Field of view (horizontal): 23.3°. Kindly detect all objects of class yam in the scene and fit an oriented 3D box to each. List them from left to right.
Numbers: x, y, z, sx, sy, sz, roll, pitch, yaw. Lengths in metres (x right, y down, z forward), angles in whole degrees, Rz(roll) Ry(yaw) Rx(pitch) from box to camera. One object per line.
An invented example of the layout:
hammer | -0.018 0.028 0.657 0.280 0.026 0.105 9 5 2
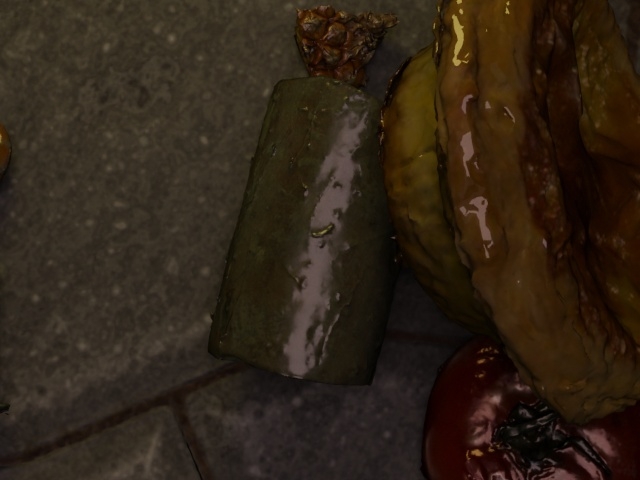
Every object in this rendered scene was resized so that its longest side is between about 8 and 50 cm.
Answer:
yam | 0.000 0.000 1.415 0.161 0.161 0.268 14 80 -2

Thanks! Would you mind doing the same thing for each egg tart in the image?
egg tart | 0.178 -0.051 1.348 0.178 0.443 0.443 -11 81 30

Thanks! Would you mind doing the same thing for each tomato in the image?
tomato | 0.206 0.181 1.433 0.228 0.101 0.228 0 82 -1

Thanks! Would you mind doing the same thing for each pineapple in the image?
pineapple | 0.022 -0.191 1.499 0.114 0.077 0.114 -25 119 -18

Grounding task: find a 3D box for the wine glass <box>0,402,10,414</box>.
wine glass | -0.325 0.087 1.423 0.072 0.072 0.155 -7 83 -5

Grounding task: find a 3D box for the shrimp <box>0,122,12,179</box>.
shrimp | -0.360 -0.056 1.455 0.095 0.045 0.162 39 83 3
